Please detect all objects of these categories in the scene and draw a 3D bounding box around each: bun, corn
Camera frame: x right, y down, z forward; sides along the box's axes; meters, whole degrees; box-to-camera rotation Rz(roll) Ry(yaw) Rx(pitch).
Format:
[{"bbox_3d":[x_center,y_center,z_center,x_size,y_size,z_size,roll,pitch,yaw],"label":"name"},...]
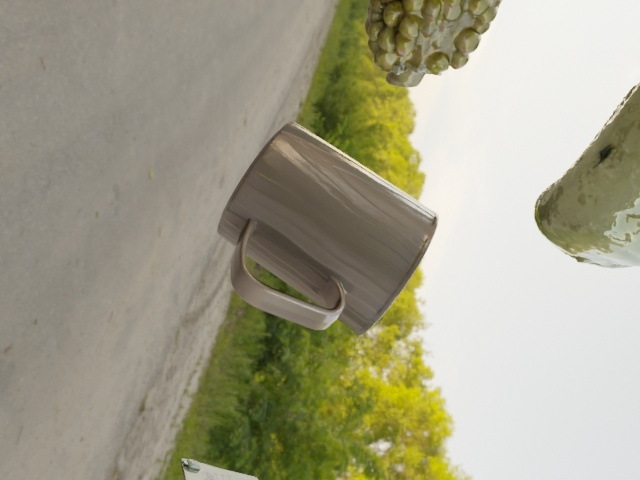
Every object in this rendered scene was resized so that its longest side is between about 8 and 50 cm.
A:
[{"bbox_3d":[0.335,-0.067,0.558,0.259,0.160,0.259,-47,165,-16],"label":"bun"},{"bbox_3d":[0.095,-0.227,0.334,0.086,0.086,0.288,-81,-174,-56],"label":"corn"}]

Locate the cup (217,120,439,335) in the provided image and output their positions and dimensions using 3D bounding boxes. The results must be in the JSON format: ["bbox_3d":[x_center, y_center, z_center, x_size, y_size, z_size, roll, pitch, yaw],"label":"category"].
[{"bbox_3d":[-0.004,0.004,0.844,0.288,0.273,0.208,-57,-177,-21],"label":"cup"}]

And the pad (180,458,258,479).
[{"bbox_3d":[-0.112,0.428,0.837,0.009,0.159,0.265,-52,-145,10],"label":"pad"}]
